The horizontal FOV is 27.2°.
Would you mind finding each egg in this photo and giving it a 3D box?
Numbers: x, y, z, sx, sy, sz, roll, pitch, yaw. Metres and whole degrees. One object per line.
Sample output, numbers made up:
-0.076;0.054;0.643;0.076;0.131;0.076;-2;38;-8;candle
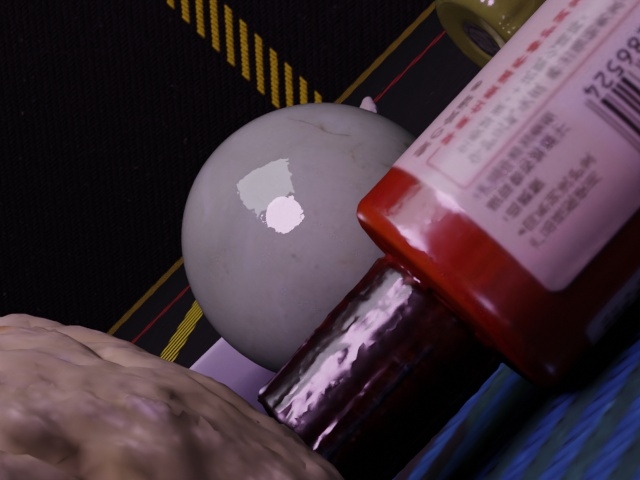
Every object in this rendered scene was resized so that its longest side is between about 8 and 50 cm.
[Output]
0.000;0.000;0.716;0.149;0.149;0.192;-47;16;-6;egg

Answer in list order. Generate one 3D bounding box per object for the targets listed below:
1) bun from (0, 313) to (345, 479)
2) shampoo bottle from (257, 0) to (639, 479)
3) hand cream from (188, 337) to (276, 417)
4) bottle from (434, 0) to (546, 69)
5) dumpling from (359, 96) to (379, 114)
-0.147;0.158;0.426;0.349;0.227;0.352;-45;6;29;bun
0.089;-0.019;0.507;0.278;0.104;0.104;-47;7;-2;shampoo bottle
-0.004;0.050;0.820;0.255;0.079;0.048;-47;14;-33;hand cream
0.206;-0.242;1.006;0.260;0.112;0.112;-47;7;-9;bottle
-0.002;-0.015;0.923;0.188;0.108;0.127;-69;-16;2;dumpling
